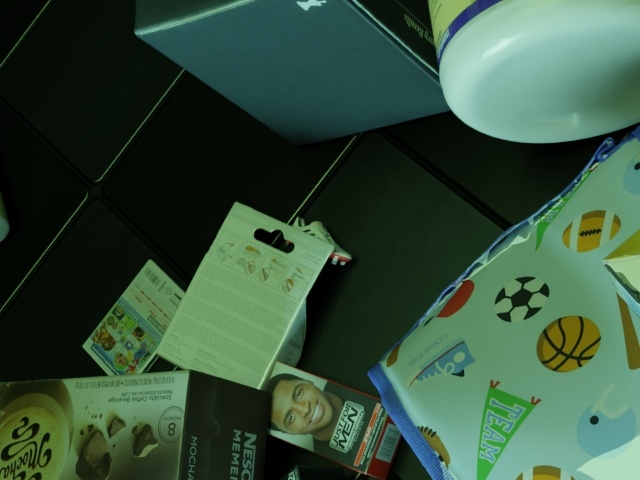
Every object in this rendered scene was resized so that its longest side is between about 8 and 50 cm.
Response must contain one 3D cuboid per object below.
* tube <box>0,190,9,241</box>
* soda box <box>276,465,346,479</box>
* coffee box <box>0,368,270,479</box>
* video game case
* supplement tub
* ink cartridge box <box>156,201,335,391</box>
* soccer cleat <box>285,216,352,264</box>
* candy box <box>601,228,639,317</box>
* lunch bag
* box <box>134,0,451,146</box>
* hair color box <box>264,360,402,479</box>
[{"bbox_3d":[-0.423,-0.097,1.832,0.070,0.062,0.240,-11,52,-18],"label":"tube"},{"bbox_3d":[0.004,0.293,1.406,0.053,0.060,0.169,-42,52,40],"label":"soda box"},{"bbox_3d":[-0.202,0.224,1.505,0.297,0.119,0.168,-7,71,38],"label":"coffee box"},{"bbox_3d":[-0.193,0.092,1.642,0.087,0.011,0.122,41,95,35],"label":"video game case"},{"bbox_3d":[0.208,-0.282,1.400,0.241,0.241,0.331,-19,63,24],"label":"supplement tub"},{"bbox_3d":[-0.070,0.067,1.560,0.145,0.045,0.179,24,82,36],"label":"ink cartridge box"},{"bbox_3d":[0.000,0.000,1.549,0.083,0.029,0.035,19,86,40],"label":"soccer cleat"},{"bbox_3d":[0.327,0.054,1.039,0.159,0.071,0.233,-40,61,1],"label":"candy box"},{"bbox_3d":[0.265,0.138,1.206,0.328,0.239,0.385,-44,65,7],"label":"lunch bag"},{"bbox_3d":[-0.010,-0.339,1.523,0.212,0.293,0.395,-12,65,28],"label":"box"},{"bbox_3d":[0.009,0.171,1.467,0.141,0.043,0.072,16,82,36],"label":"hair color box"}]
